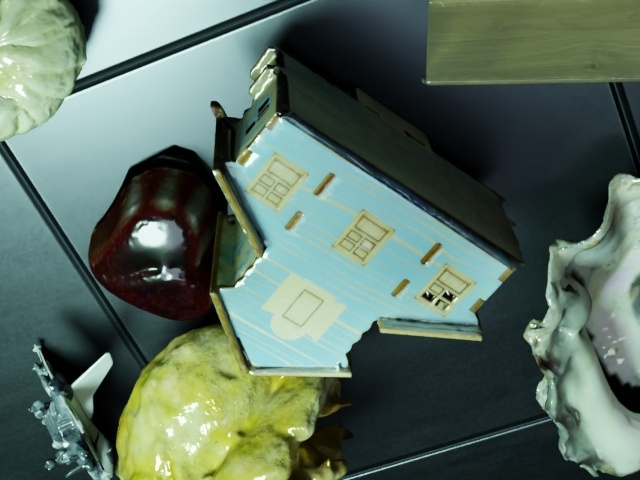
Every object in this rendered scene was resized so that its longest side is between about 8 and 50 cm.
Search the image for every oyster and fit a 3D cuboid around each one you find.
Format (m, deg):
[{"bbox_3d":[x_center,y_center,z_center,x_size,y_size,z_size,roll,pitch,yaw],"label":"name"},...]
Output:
[{"bbox_3d":[0.298,0.087,1.086,0.237,0.115,0.351,-18,127,3],"label":"oyster"}]

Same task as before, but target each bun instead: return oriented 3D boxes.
[{"bbox_3d":[-0.276,-0.145,0.933,0.188,0.111,0.164,14,120,-5],"label":"bun"}]

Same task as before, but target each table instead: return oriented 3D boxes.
[{"bbox_3d":[0.188,-0.180,0.888,0.226,0.167,0.167,0,125,12],"label":"table"}]

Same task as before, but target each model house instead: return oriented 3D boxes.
[{"bbox_3d":[0.000,0.000,0.984,0.271,0.178,0.206,30,113,-21],"label":"model house"}]

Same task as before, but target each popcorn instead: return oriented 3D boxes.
[{"bbox_3d":[-0.088,0.177,1.110,0.253,0.191,0.190,-34,83,20],"label":"popcorn"}]

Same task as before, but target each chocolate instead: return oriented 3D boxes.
[{"bbox_3d":[-0.143,0.004,1.051,0.125,0.080,0.149,-3,125,2],"label":"chocolate"}]

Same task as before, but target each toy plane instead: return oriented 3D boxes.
[{"bbox_3d":[-0.234,0.185,1.154,0.082,0.160,0.234,-22,148,-24],"label":"toy plane"}]
